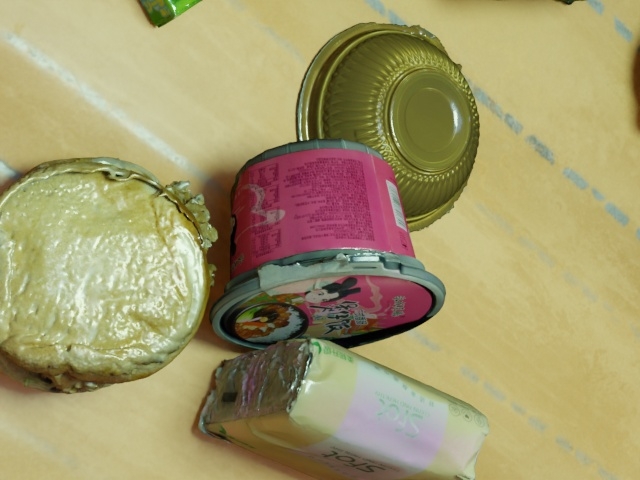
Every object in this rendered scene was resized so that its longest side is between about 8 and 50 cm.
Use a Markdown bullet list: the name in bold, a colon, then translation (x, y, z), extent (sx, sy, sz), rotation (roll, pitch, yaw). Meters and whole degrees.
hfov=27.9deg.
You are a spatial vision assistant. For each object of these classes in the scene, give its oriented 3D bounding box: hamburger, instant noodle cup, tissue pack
- **hamburger**: translation (-0.234, 0.026, 1.342), extent (0.243, 0.146, 0.286), rotation (47, 73, -14)
- **instant noodle cup**: translation (0.110, -0.141, 1.576), extent (0.274, 0.091, 0.273), rotation (1, 88, -31)
- **tissue pack**: translation (0.026, 0.198, 1.451), extent (0.257, 0.215, 0.123), rotation (23, 67, -28)
- **instant noodle cup**: translation (0.000, 0.000, 1.429), extent (0.258, 0.302, 0.181), rotation (5, 65, -25)

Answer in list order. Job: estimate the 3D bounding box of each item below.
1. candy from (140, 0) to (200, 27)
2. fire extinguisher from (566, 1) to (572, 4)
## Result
- **candy**: translation (-0.183, -0.346, 1.427), extent (0.097, 0.062, 0.194), rotation (-36, 105, -26)
- **fire extinguisher**: translation (0.366, -0.379, 1.760), extent (0.158, 0.043, 0.064), rotation (-56, 156, -18)
